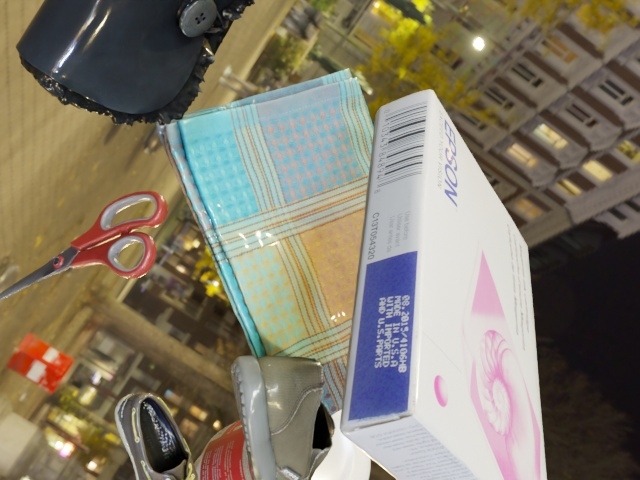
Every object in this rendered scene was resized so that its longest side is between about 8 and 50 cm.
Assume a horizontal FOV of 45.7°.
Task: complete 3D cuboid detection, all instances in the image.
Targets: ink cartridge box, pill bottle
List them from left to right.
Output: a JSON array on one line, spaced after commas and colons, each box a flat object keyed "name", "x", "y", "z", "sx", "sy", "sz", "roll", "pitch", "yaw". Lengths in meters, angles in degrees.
[{"name": "pill bottle", "x": -0.102, "y": 0.453, "z": 1.493, "sx": 0.407, "sy": 0.229, "sz": 0.229, "roll": -37, "pitch": -160, "yaw": 49}, {"name": "ink cartridge box", "x": 0.141, "y": 0.089, "z": 0.675, "sx": 0.071, "sy": 0.330, "sz": 0.324, "roll": -19, "pitch": -137, "yaw": 29}]

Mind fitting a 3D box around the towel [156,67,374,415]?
[{"name": "towel", "x": 0.000, "y": 0.000, "z": 0.876, "sx": 0.271, "sy": 0.370, "sz": 0.040, "roll": -23, "pitch": -177, "yaw": -33}]

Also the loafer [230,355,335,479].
[{"name": "loafer", "x": -0.024, "y": 0.201, "z": 0.715, "sx": 0.094, "sy": 0.087, "sz": 0.251, "roll": -112, "pitch": -167, "yaw": -46}]

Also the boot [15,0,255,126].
[{"name": "boot", "x": -0.095, "y": -0.164, "z": 0.399, "sx": 0.207, "sy": 0.094, "sz": 0.246, "roll": -51, "pitch": 164, "yaw": 10}]

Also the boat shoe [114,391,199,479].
[{"name": "boat shoe", "x": -0.223, "y": 0.325, "z": 1.093, "sx": 0.081, "sy": 0.228, "sz": 0.068, "roll": -27, "pitch": -179, "yaw": -37}]

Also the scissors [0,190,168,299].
[{"name": "scissors", "x": -0.308, "y": 0.013, "z": 0.946, "sx": 0.297, "sy": 0.021, "sz": 0.109, "roll": -12, "pitch": -112, "yaw": 29}]
